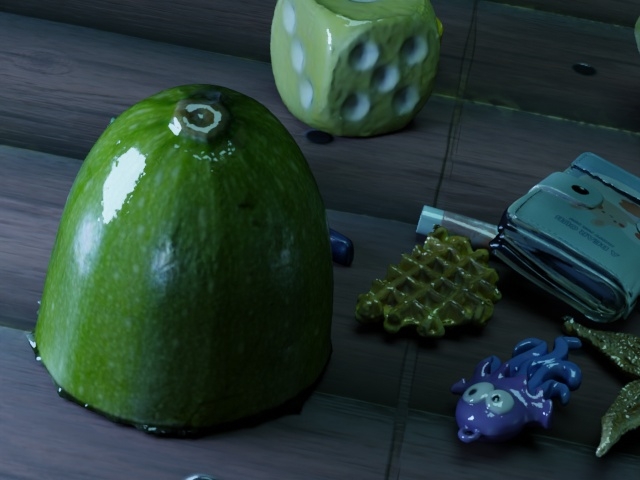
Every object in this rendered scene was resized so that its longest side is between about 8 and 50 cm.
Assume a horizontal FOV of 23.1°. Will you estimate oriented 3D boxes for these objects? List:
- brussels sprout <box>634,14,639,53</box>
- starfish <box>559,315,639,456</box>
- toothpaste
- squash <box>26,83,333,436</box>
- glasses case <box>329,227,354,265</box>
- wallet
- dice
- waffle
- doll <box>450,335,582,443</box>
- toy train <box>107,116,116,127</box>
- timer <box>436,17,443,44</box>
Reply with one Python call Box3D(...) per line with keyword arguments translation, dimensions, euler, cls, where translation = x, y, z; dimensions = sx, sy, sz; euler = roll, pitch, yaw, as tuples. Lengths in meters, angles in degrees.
Box3D(translation=(0.586, -0.237, 2.024), dimensions=(0.281, 0.289, 0.355), euler=(-6, 22, -45), cls="brussels sprout")
Box3D(translation=(0.366, 0.144, 1.606), dimensions=(0.299, 0.060, 0.302), euler=(-13, 27, -17), cls="starfish")
Box3D(translation=(0.212, 0.004, 1.798), dimensions=(0.205, 0.036, 0.056), euler=(17, 37, 3), cls="toothpaste")
Box3D(translation=(-0.125, -0.023, 1.512), dimensions=(0.310, 0.308, 0.310), euler=(5, 33, -4), cls="squash")
Box3D(translation=(0.000, 0.000, 1.752), dimensions=(0.083, 0.033, 0.023), euler=(28, 49, 27), cls="glasses case")
Box3D(translation=(0.312, -0.006, 1.772), dimensions=(0.176, 0.075, 0.250), euler=(33, 33, 16), cls="wallet")
Box3D(translation=(0.042, -0.244, 2.001), dimensions=(0.169, 0.169, 0.166), euler=(-10, 37, -25), cls="dice")
Box3D(translation=(0.116, 0.044, 1.704), dimensions=(0.161, 0.046, 0.192), euler=(7, 33, -4), cls="waffle")
Box3D(translation=(0.196, 0.145, 1.551), dimensions=(0.110, 0.067, 0.206), euler=(15, 34, 33), cls="doll")
Box3D(translation=(-0.167, -0.102, 1.789), dimensions=(0.176, 0.118, 0.074), euler=(3, 31, -12), cls="toy train")
Box3D(translation=(0.116, -0.292, 2.143), dimensions=(0.107, 0.109, 0.107), euler=(6, 33, -4), cls="timer")
